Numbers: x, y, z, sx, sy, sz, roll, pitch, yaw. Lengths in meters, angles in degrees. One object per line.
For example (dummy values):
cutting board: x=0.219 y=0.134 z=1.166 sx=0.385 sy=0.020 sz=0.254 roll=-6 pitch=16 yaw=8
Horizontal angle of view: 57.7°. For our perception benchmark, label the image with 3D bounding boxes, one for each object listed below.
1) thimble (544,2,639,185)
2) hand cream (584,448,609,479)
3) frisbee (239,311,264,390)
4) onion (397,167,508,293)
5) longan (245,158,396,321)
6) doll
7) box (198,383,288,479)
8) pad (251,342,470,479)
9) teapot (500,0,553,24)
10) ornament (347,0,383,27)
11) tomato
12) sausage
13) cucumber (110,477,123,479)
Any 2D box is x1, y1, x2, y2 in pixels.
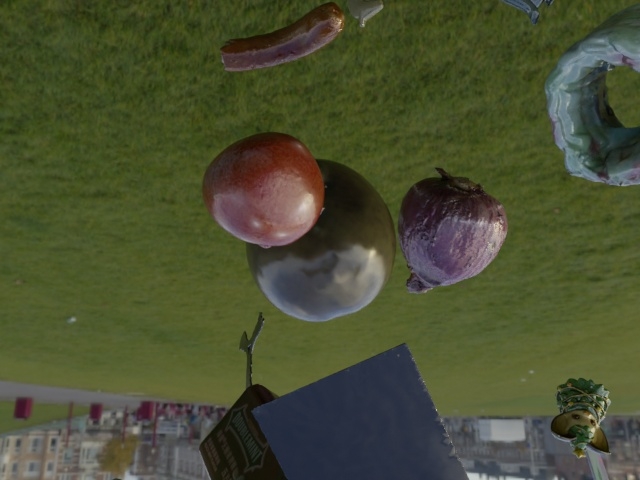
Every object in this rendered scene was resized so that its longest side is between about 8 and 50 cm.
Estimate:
thimble: x=0.391 y=-0.176 z=0.736 sx=0.149 sy=0.185 sz=0.211 roll=-36 pitch=149 yaw=-32
hand cream: x=0.579 y=0.481 z=1.212 sx=0.050 sy=0.275 sz=0.079 roll=-13 pitch=155 yaw=10
frisbee: x=-0.163 y=0.255 z=1.406 sx=0.012 sy=0.211 sz=0.188 roll=11 pitch=123 yaw=-19
onion: x=0.301 y=0.020 z=1.435 sx=0.267 sy=0.349 sz=0.159 roll=20 pitch=-158 yaw=8
longan: x=0.000 y=0.000 z=1.151 sx=0.318 sy=0.319 sz=0.319 roll=0 pitch=162 yaw=0
doll: x=0.366 y=0.262 z=0.828 sx=0.078 sy=0.113 sz=0.077 roll=18 pitch=149 yaw=14
box: x=-0.055 y=0.264 z=0.635 sx=0.069 sy=0.120 sz=0.224 roll=42 pitch=178 yaw=-30
pad: x=0.045 y=0.184 z=0.442 sx=0.127 sy=0.190 sz=0.004 roll=-24 pitch=-171 yaw=6
teapot: x=0.320 y=-0.404 z=0.822 sx=0.149 sy=0.239 sz=0.162 roll=33 pitch=158 yaw=9
ornament: x=0.100 y=-0.740 z=1.623 sx=0.230 sy=0.245 sz=0.061 roll=30 pitch=-163 yaw=23
tomato: x=-0.084 y=-0.074 z=0.806 sx=0.167 sy=0.167 sz=0.167 roll=0 pitch=162 yaw=0
sausage: x=-0.082 y=-0.443 z=1.298 sx=0.302 sy=0.076 sz=0.103 roll=-12 pitch=165 yaw=19
cucumber: x=-0.222 y=0.281 z=0.532 sx=0.085 sy=0.116 sz=0.193 roll=12 pitch=158 yaw=-15
